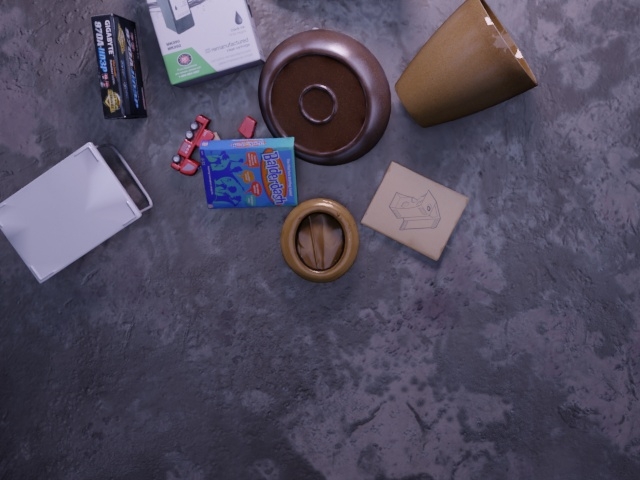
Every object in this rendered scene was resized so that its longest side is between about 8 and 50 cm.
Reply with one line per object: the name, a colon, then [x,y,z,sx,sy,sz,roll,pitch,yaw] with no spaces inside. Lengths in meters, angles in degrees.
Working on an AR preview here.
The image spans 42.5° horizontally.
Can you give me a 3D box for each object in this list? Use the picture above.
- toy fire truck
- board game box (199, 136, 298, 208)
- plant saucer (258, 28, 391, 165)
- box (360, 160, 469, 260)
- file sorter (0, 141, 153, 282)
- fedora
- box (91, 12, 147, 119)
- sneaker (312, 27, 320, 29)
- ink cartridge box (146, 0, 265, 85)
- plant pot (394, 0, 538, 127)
toy fire truck: [-0.245,-0.220,1.897,0.135,0.047,0.192,30,100,-4]
board game box: [-0.159,-0.152,1.869,0.210,0.047,0.160,-3,125,2]
plant saucer: [0.000,-0.306,1.819,0.311,0.050,0.310,8,116,16]
box: [0.218,-0.069,1.910,0.201,0.021,0.164,26,99,-1]
file sorter: [-0.553,-0.071,1.870,0.278,0.173,0.192,-33,96,7]
fedora: [0.000,0.000,1.901,0.194,0.079,0.194,0,92,3]
box: [-0.442,-0.378,1.818,0.051,0.175,0.220,-5,98,4]
sneaker: [0.046,-0.366,1.851,0.232,0.090,0.115,42,106,4]
ink cartridge box: [-0.264,-0.506,1.817,0.211,0.121,0.289,-16,97,5]
plant pot: [0.295,-0.361,1.775,0.254,0.237,0.237,-33,96,20]
